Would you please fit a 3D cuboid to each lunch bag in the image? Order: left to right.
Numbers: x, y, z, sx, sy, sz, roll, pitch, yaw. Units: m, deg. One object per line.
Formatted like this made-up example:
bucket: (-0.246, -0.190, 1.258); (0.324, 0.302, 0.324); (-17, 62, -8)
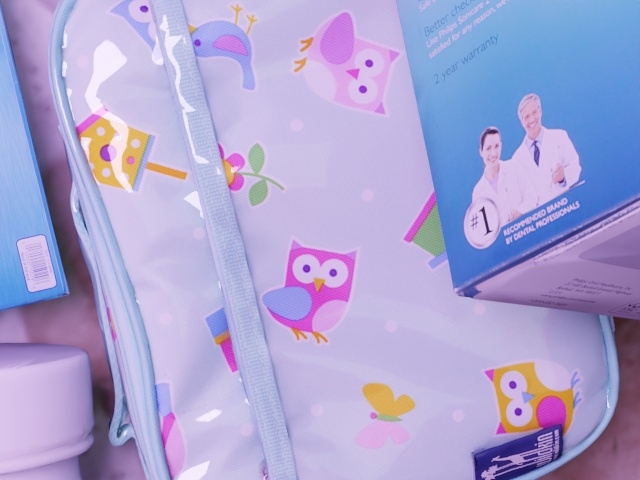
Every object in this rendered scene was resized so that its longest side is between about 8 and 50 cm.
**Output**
lunch bag: (0.000, 0.000, 0.545); (0.224, 0.108, 0.279); (-15, 93, -14)

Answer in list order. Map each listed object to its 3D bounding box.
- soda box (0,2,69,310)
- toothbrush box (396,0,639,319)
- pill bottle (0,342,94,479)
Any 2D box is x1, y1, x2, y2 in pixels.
soda box: (-0.165, -0.072, 0.522); (0.067, 0.071, 0.210); (-13, 93, -14)
toothbrush box: (0.140, -0.124, 0.483); (0.216, 0.126, 0.295); (10, 61, -38)
pill bottle: (-0.143, 0.182, 0.489); (0.152, 0.152, 0.272); (-1, 91, -14)
